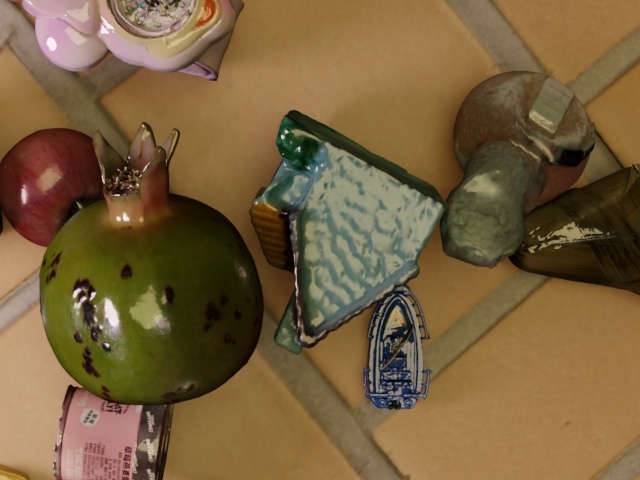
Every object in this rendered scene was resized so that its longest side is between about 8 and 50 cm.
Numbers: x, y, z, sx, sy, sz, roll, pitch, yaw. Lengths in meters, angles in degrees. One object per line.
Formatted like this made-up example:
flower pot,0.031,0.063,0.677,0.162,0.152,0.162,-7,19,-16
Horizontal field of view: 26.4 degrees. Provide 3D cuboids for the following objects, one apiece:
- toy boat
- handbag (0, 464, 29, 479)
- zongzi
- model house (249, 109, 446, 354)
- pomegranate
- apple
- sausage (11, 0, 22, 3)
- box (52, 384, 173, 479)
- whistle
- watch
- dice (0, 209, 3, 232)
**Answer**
toy boat,0.104,0.136,1.775,0.091,0.110,0.175,2,87,-8
handbag,-0.413,0.332,1.742,0.061,0.027,0.083,22,87,-8
zongzi,0.379,0.042,1.813,0.221,0.112,0.242,-23,93,-9
model house,0.000,0.000,1.693,0.230,0.280,0.248,30,97,-1
pomegranate,-0.212,0.047,1.611,0.291,0.323,0.290,-7,47,8
apple,-0.333,-0.071,1.703,0.153,0.153,0.120,-46,65,-6
sausage,-0.362,-0.325,1.758,0.177,0.040,0.047,10,88,-6
box,-0.261,0.250,1.709,0.135,0.151,0.151,7,88,1
whistle,0.232,-0.084,1.733,0.189,0.189,0.348,34,53,-6
watch,-0.227,-0.282,1.687,0.248,0.217,0.210,19,86,-2
dice,-0.495,-0.069,1.664,0.182,0.181,0.183,-14,90,-9
